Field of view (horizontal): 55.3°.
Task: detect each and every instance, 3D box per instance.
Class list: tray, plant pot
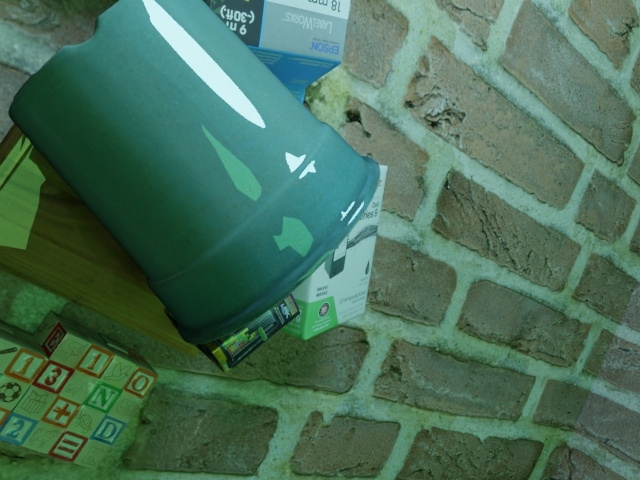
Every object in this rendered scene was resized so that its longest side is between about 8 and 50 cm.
[{"bbox_3d":[-0.299,0.008,0.911,0.411,0.076,0.202,37,82,-39],"label":"tray"},{"bbox_3d":[-0.159,-0.111,0.755,0.341,0.341,0.334,-46,110,-16],"label":"plant pot"}]

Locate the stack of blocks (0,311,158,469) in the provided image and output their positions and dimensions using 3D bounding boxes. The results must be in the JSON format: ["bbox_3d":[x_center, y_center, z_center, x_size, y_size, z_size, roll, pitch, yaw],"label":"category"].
[{"bbox_3d":[-0.410,0.197,0.882,0.297,0.087,0.171,39,81,-39],"label":"stack of blocks"}]

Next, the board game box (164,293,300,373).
[{"bbox_3d":[-0.135,0.106,0.913,0.141,0.170,0.048,-39,124,-22],"label":"board game box"}]

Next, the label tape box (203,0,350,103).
[{"bbox_3d":[-0.079,-0.346,0.933,0.241,0.106,0.333,-3,107,-36],"label":"label tape box"}]

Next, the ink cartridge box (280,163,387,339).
[{"bbox_3d":[0.000,0.000,1.068,0.211,0.122,0.289,-13,115,-56],"label":"ink cartridge box"}]
